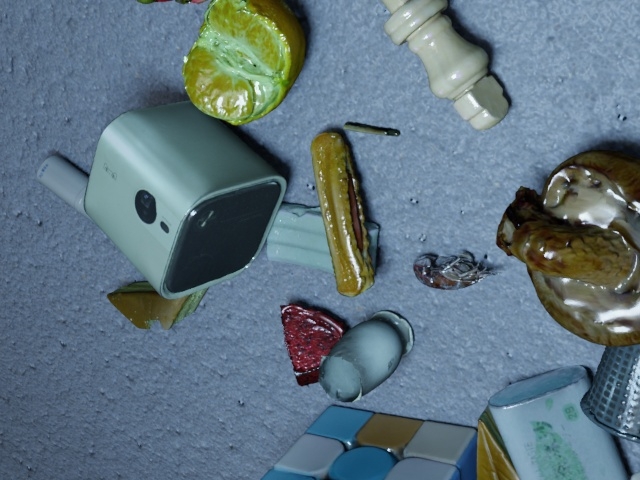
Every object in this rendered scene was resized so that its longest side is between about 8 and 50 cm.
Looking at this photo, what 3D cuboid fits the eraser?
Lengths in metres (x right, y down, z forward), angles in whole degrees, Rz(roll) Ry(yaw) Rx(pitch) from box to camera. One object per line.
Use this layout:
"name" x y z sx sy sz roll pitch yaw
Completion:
"eraser" 0.402 0.343 1.431 0.174 0.081 0.226 -22 102 9

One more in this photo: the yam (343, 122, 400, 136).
"yam" 0.085 -0.188 1.443 0.107 0.014 0.014 13 120 28

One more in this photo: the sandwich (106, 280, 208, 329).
"sandwich" -0.346 0.138 1.852 0.245 0.090 0.088 -3 107 32

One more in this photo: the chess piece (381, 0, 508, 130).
"chess piece" 0.147 -0.334 1.270 0.397 0.117 0.117 52 130 -2

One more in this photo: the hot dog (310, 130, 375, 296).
"hot dog" 0.041 -0.046 1.474 0.083 0.068 0.288 -11 90 52

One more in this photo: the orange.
"orange" -0.116 -0.311 1.421 0.179 0.158 0.237 40 128 13

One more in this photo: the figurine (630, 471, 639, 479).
"figurine" 0.586 0.372 1.271 0.308 0.309 0.143 -48 51 40

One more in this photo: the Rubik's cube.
"Rubik's cube" 0.104 0.558 1.598 0.347 0.344 0.346 4 116 34

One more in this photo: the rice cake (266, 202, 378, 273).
"rice cake" 0.000 0.000 1.577 0.237 0.043 0.127 14 121 27

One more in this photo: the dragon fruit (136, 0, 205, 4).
"dragon fruit" -0.256 -0.504 1.373 0.303 0.237 0.231 44 119 34

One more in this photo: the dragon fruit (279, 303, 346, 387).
"dragon fruit" -0.010 0.197 1.671 0.127 0.121 0.160 90 163 -74

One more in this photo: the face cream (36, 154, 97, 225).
"face cream" -0.501 -0.090 1.847 0.250 0.077 0.077 36 128 16

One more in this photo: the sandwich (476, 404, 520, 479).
"sandwich" 0.344 0.378 1.516 0.114 0.079 0.163 9 116 28

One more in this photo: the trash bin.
"trash bin" 0.491 0.198 1.276 0.176 0.175 0.160 15 111 28

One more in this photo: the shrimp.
"shrimp" 0.232 0.051 1.439 0.165 0.057 0.065 -9 101 34

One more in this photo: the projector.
"projector" -0.248 -0.078 1.544 0.249 0.248 0.248 43 129 24

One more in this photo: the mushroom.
"mushroom" 0.396 0.004 1.212 0.283 0.195 0.263 22 117 5

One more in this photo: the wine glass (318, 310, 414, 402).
"wine glass" 0.083 0.206 1.524 0.111 0.204 0.111 14 116 30
